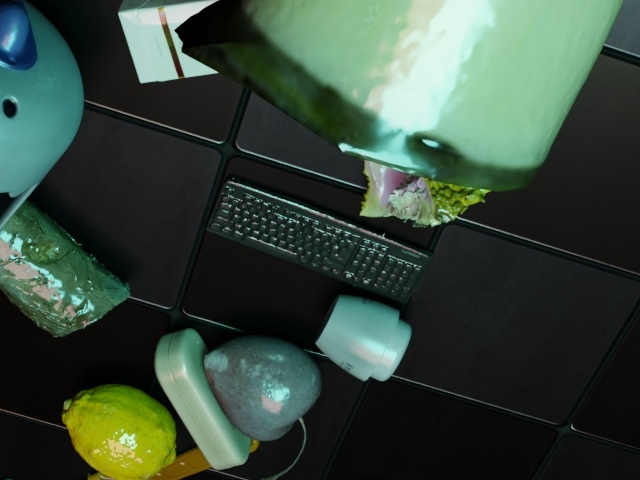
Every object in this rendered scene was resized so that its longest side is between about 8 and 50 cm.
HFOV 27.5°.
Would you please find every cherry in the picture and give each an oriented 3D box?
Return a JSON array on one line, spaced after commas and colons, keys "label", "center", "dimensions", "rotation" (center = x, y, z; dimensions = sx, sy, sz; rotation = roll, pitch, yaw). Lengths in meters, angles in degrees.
[{"label": "cherry", "center": [-0.084, 0.191, 1.566], "dimensions": [0.148, 0.115, 0.188], "rotation": [15, 135, -29]}]

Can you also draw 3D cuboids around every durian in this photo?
[{"label": "durian", "center": [0.109, -0.072, 1.315], "dimensions": [0.165, 0.182, 0.132], "rotation": [14, 83, 11]}]

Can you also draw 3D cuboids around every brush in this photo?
[{"label": "brush", "center": [-0.211, 0.309, 1.730], "dimensions": [0.314, 0.017, 0.090], "rotation": [-25, 122, 23]}]

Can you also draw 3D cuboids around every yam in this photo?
[{"label": "yam", "center": [-0.315, 0.032, 1.483], "dimensions": [0.107, 0.107, 0.183], "rotation": [-32, 114, 27]}]

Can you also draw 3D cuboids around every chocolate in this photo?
[{"label": "chocolate", "center": [0.098, -0.234, 1.124], "dimensions": [0.326, 0.314, 0.297], "rotation": [31, 111, 31]}]

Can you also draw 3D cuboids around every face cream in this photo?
[{"label": "face cream", "center": [0.049, 0.111, 1.501], "dimensions": [0.095, 0.091, 0.091], "rotation": [26, 126, -3]}]

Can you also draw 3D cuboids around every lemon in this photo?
[{"label": "lemon", "center": [-0.248, 0.236, 1.618], "dimensions": [0.155, 0.114, 0.114], "rotation": [29, 125, -7]}]

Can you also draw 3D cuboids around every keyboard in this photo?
[{"label": "keyboard", "center": [0.000, 0.000, 1.469], "dimensions": [0.250, 0.017, 0.087], "rotation": [21, 128, -8]}]

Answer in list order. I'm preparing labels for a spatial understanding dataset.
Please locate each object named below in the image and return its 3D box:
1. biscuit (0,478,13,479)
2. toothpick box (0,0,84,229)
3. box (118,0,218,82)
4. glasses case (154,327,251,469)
[{"label": "biscuit", "center": [-0.501, 0.438, 1.847], "dimensions": [0.099, 0.038, 0.322], "rotation": [41, 121, -18]}, {"label": "toothpick box", "center": [-0.387, -0.122, 1.293], "dimensions": [0.263, 0.263, 0.354], "rotation": [35, 126, -18]}, {"label": "box", "center": [-0.117, -0.210, 1.312], "dimensions": [0.154, 0.040, 0.084], "rotation": [-6, 128, 12]}, {"label": "glasses case", "center": [-0.141, 0.194, 1.591], "dimensions": [0.050, 0.083, 0.196], "rotation": [-14, 125, 18]}]
